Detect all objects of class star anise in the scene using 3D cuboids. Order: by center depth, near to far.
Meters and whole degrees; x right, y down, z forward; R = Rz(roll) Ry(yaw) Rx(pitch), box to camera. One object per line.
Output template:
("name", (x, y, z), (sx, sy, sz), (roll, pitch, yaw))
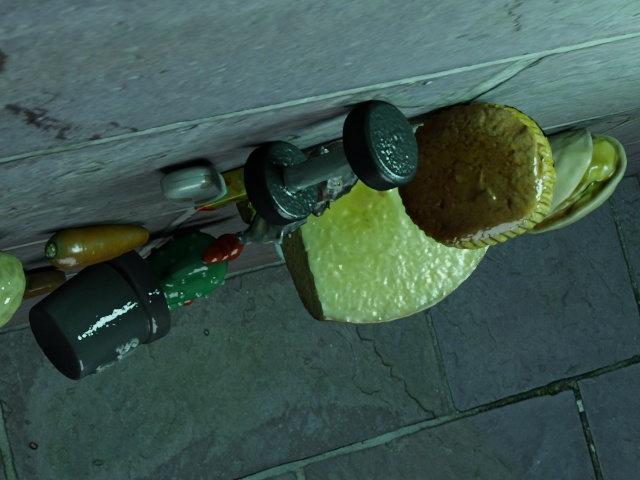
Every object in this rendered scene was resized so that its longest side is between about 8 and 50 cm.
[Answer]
("star anise", (-0.003, -0.066, 1.503), (0.208, 0.063, 0.172), (-45, 169, 27))

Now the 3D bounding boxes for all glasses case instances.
("glasses case", (-0.153, -0.065, 1.409), (0.063, 0.041, 0.164), (-15, 177, 2))

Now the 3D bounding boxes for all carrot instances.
("carrot", (-0.314, 0.002, 1.720), (0.066, 0.062, 0.271), (-53, 163, 23))

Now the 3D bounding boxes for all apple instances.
("apple", (0.097, -0.032, 1.783), (0.309, 0.314, 0.252), (-14, 134, -13))

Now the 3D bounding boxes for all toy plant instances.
("toy plant", (-0.309, 0.088, 2.046), (0.400, 0.185, 0.279), (-33, 154, -32))

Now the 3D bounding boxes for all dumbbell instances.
("dumbbell", (0.011, -0.085, 1.314), (0.191, 0.100, 0.100), (-17, 176, 39))

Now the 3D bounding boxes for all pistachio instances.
("pistachio", (-0.074, -0.068, 1.644), (0.090, 0.049, 0.173), (-5, 163, -28))
("pistachio", (0.429, -0.116, 2.152), (0.188, 0.187, 0.299), (-12, 169, -39))

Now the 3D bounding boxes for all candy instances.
("candy", (-0.107, -0.072, 1.522), (0.122, 0.038, 0.062), (-16, 176, 16))

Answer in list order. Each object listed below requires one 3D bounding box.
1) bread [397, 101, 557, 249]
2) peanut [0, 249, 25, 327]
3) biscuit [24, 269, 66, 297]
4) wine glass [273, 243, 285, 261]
("bread", (0.196, -0.082, 1.463), (0.199, 0.199, 0.104), (-16, 175, 20))
("peanut", (-0.507, 0.080, 1.454), (0.152, 0.152, 0.313), (-18, 175, 42))
("biscuit", (-0.580, 0.092, 2.094), (0.202, 0.044, 0.289), (-17, 175, 17))
("wine glass", (0.000, 0.000, 2.181), (0.165, 0.164, 0.196), (-16, 173, 12))
